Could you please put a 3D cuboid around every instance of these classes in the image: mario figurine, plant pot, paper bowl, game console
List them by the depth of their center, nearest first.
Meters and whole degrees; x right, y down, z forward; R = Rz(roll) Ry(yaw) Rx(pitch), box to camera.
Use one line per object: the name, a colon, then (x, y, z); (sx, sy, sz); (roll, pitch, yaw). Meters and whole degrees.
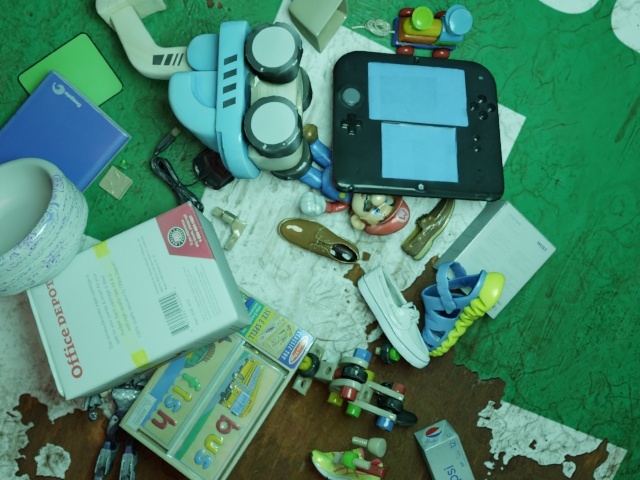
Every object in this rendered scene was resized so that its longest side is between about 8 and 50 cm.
paper bowl: (-0.608, -0.016, 1.017); (0.283, 0.148, 0.285); (-7, 57, 11)
plant pot: (-0.009, -0.505, 1.119); (0.096, 0.109, 0.109); (37, 93, 3)
game console: (0.216, -0.259, 1.127); (0.385, 0.060, 0.343); (3, 71, -6)
mario figurine: (0.070, -0.131, 1.138); (0.320, 0.170, 0.198); (33, 119, -3)

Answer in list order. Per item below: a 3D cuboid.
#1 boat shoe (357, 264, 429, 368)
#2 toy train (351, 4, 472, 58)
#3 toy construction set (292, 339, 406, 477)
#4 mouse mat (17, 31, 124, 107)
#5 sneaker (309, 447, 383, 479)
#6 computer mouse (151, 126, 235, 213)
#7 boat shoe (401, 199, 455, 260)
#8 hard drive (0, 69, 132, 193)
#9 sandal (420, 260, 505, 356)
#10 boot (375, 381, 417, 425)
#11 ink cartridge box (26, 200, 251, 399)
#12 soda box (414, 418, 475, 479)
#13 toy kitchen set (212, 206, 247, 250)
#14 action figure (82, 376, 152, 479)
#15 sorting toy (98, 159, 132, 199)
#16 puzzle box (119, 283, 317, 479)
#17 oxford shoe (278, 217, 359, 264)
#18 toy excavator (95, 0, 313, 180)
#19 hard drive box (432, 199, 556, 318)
boat shoe: (0.189, 0.178, 1.194); (0.084, 0.095, 0.258); (-40, 79, 24)
toy train: (0.202, -0.477, 1.120); (0.247, 0.143, 0.105); (2, 97, -6)
toy construction set: (0.053, 0.383, 1.211); (0.237, 0.257, 0.309); (-1, 80, 37)
mouse mat: (-0.559, -0.354, 1.130); (0.189, 0.007, 0.153); (-34, 100, -1)
sneaker: (0.069, 0.569, 1.293); (0.208, 0.081, 0.094); (26, 88, -15)
computer mouse: (-0.257, -0.203, 1.160); (0.262, 0.060, 0.184); (-42, 96, 7)
boat shoe: (0.263, -0.037, 1.228); (0.060, 0.064, 0.178); (32, 96, -11)
hard drive: (-0.611, -0.185, 1.125); (0.210, 0.040, 0.319); (42, 94, -10)
sandal: (0.296, 0.153, 1.180); (0.138, 0.126, 0.318); (32, 133, 8)
boot: (0.198, 0.420, 1.297); (0.121, 0.045, 0.099); (7, 93, -7)
ink cartridge box: (-0.386, 0.132, 1.096); (0.384, 0.160, 0.280); (-24, 77, -2)
soda box: (0.346, 0.625, 1.315); (0.097, 0.091, 0.287); (-23, 100, -3)
toy kitchen set: (-0.226, -0.027, 1.177); (0.083, 0.068, 0.075); (32, 94, -9)
action figure: (-0.469, 0.431, 1.205); (0.185, 0.099, 0.286); (9, 94, -2)
sorting toy: (-0.466, -0.144, 1.165); (0.062, 0.012, 0.083); (38, 96, -5)
puzzle box: (-0.228, 0.322, 1.152); (0.272, 0.052, 0.409); (32, 80, 8)
oxford shoe: (0.000, 0.000, 1.202); (0.212, 0.076, 0.076); (20, 97, -7)
toy excavator: (-0.244, -0.340, 1.030); (0.444, 0.222, 0.434); (-1, 83, 4)
hard drive box: (0.427, 0.043, 1.243); (0.181, 0.089, 0.232); (42, 93, -10)
